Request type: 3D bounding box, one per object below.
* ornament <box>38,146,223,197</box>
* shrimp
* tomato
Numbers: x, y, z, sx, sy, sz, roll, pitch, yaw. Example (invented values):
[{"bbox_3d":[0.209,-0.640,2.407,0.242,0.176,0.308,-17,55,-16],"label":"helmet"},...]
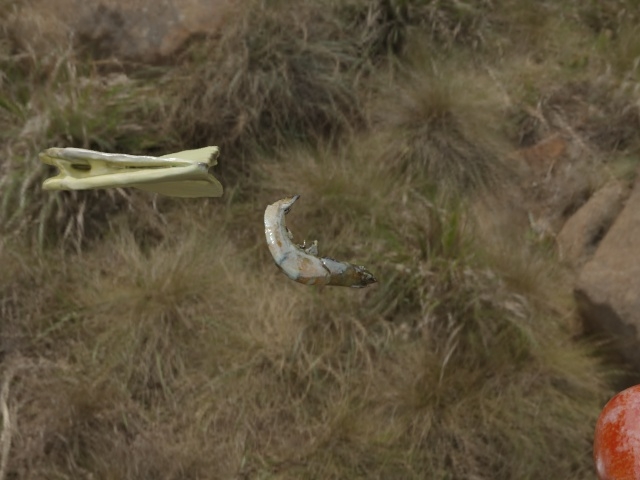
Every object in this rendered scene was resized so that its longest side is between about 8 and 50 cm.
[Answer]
[{"bbox_3d":[-0.180,-0.075,0.919,0.201,0.059,0.180,-4,4,-43],"label":"ornament"},{"bbox_3d":[-0.002,0.002,1.191,0.195,0.035,0.148,12,45,-42],"label":"shrimp"},{"bbox_3d":[0.435,0.265,1.056,0.187,0.151,0.187,18,31,-11],"label":"tomato"}]
